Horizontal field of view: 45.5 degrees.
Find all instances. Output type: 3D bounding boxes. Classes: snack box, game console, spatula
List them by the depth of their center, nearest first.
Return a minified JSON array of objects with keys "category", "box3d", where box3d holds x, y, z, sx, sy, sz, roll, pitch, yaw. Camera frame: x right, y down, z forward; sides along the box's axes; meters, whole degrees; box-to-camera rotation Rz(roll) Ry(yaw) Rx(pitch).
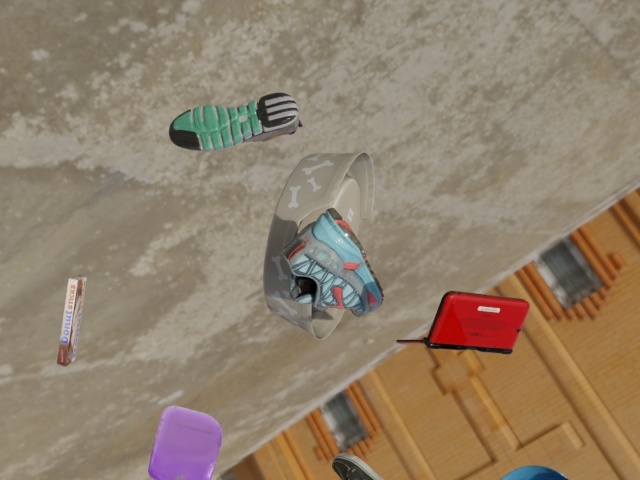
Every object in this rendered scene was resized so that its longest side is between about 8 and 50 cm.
[{"category":"spatula","box3d":[-0.198,0.359,0.975,0.030,0.084,0.296,-128,-126,-79]},{"category":"game console","box3d":[0.199,0.116,1.074,0.144,0.085,0.124,8,111,-26]},{"category":"snack box","box3d":[-0.505,0.162,1.552,0.022,0.178,0.064,9,-176,-2]}]

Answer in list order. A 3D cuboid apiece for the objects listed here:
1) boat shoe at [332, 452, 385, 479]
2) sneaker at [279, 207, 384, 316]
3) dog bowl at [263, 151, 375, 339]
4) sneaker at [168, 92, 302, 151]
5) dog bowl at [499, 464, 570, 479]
[{"category":"boat shoe","box3d":[0.061,0.373,1.177,0.040,0.142,0.049,-17,115,-36]},{"category":"sneaker","box3d":[0.009,0.051,1.151,0.125,0.104,0.262,-32,145,-2]},{"category":"dog bowl","box3d":[0.000,0.000,1.393,0.349,0.102,0.348,14,90,-75]},{"category":"sneaker","box3d":[-0.142,-0.185,1.307,0.224,0.083,0.098,-9,164,6]},{"category":"dog bowl","box3d":[0.336,0.393,0.947,0.074,0.297,0.165,31,77,-35]}]
